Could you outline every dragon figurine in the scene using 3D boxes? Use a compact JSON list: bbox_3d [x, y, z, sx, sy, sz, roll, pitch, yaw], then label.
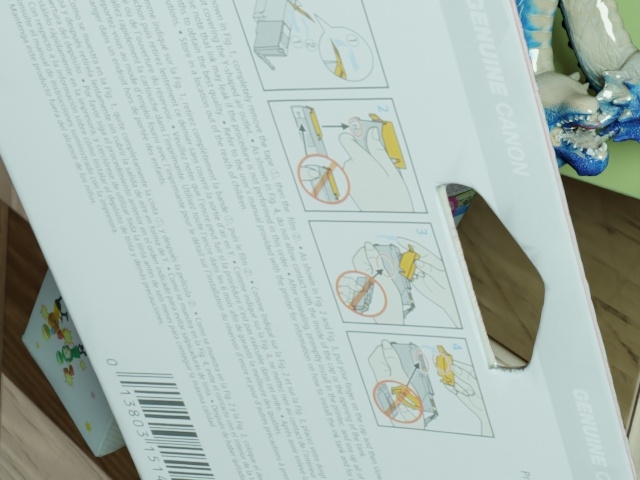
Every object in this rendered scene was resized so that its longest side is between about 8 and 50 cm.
[{"bbox_3d":[0.046,-0.131,0.663,0.289,0.085,0.144,36,127,40],"label":"dragon figurine"}]

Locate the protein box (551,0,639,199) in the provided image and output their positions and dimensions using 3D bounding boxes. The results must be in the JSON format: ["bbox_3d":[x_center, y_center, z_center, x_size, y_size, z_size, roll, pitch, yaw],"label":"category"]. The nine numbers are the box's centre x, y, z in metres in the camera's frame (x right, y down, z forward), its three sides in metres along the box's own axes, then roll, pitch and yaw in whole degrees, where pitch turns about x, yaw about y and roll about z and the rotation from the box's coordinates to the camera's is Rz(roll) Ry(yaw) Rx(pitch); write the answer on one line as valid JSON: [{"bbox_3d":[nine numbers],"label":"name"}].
[{"bbox_3d":[0.160,-0.130,0.701,0.201,0.136,0.200,23,118,48],"label":"protein box"}]

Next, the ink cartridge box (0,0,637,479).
[{"bbox_3d":[0.000,0.000,0.696,0.261,0.066,0.296,0,124,30],"label":"ink cartridge box"}]

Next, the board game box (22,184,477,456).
[{"bbox_3d":[-0.014,-0.035,0.886,0.097,0.224,0.303,51,136,26],"label":"board game box"}]
